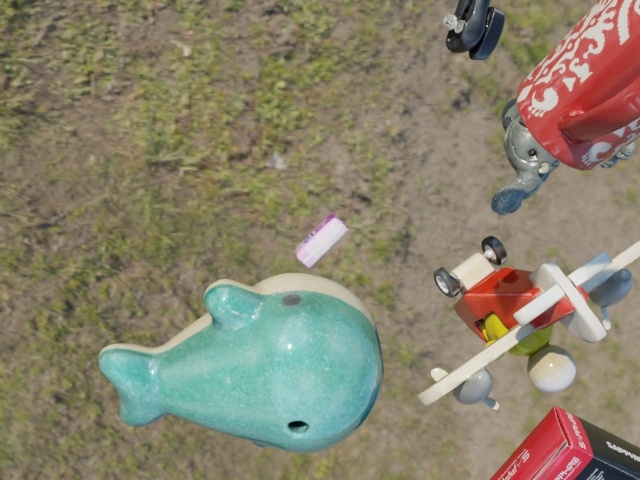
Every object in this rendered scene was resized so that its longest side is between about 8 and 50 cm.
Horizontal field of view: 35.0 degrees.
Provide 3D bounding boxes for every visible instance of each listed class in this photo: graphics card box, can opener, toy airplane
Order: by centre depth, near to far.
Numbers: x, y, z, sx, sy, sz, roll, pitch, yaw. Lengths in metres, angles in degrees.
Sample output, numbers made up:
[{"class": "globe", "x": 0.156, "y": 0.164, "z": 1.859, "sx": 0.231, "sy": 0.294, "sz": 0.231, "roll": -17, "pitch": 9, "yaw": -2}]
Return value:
[{"class": "can opener", "x": 0.210, "y": -0.328, "z": 1.319, "sx": 0.073, "sy": 0.059, "sz": 0.186, "roll": -3, "pitch": 116, "yaw": -39}, {"class": "graphics card box", "x": 0.404, "y": 0.398, "z": 1.398, "sx": 0.371, "sy": 0.094, "sz": 0.232, "roll": 27, "pitch": 114, "yaw": -16}, {"class": "toy airplane", "x": 0.379, "y": 0.145, "z": 1.760, "sx": 0.272, "sy": 0.386, "sz": 0.384, "roll": 62, "pitch": 28, "yaw": -11}]

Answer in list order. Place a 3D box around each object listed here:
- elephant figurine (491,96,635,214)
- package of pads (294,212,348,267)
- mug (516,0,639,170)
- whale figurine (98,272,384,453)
[{"class": "elephant figurine", "x": 0.347, "y": -0.170, "z": 1.538, "sx": 0.239, "sy": 0.186, "sz": 0.169, "roll": -11, "pitch": 137, "yaw": -16}, {"class": "package of pads", "x": 0.000, "y": 0.000, "z": 1.471, "sx": 0.083, "sy": 0.050, "sz": 0.032, "roll": -44, "pitch": 104, "yaw": 2}, {"class": "mug", "x": 0.222, "y": -0.133, "z": 0.740, "sx": 0.150, "sy": 0.169, "sz": 0.113, "roll": -16, "pitch": 70, "yaw": -44}, {"class": "whale figurine", "x": -0.073, "y": 0.137, "z": 0.973, "sx": 0.272, "sy": 0.141, "sz": 0.216, "roll": -9, "pitch": 127, "yaw": 1}]
